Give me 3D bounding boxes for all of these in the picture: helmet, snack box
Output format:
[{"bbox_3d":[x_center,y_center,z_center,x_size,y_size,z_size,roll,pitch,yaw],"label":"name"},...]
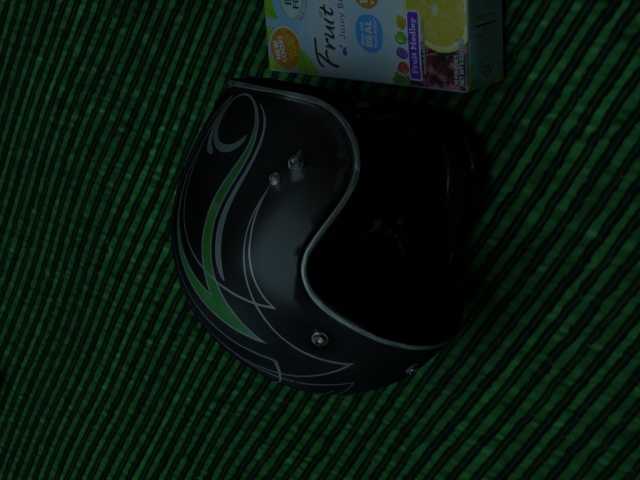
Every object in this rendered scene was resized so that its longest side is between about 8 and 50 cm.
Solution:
[{"bbox_3d":[0.000,0.000,0.692,0.169,0.169,0.161,17,102,37],"label":"helmet"},{"bbox_3d":[0.031,-0.138,0.691,0.141,0.037,0.100,13,115,39],"label":"snack box"}]
